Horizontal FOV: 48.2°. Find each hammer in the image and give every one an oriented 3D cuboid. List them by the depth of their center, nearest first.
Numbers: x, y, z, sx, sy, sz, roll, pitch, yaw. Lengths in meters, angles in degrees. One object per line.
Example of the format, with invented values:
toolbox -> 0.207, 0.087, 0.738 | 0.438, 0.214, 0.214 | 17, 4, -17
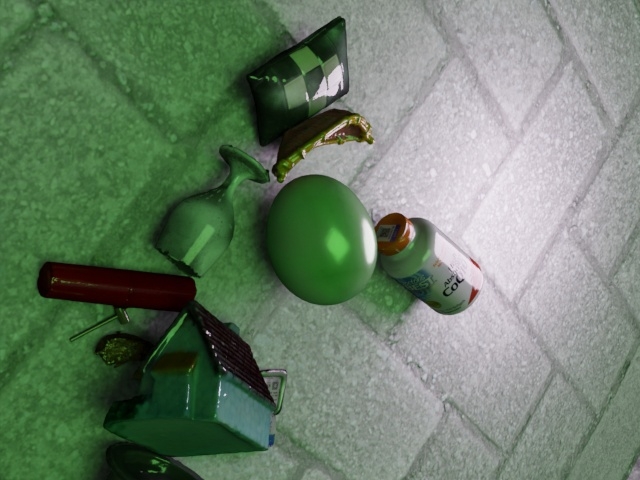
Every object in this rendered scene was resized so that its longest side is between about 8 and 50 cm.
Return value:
hammer -> -0.401, 0.155, 1.295 | 0.110, 0.019, 0.036 | -29, 114, -27

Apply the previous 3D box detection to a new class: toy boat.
toy boat -> 0.001, -0.204, 1.450 | 0.318, 0.141, 0.099 | -29, 89, -46

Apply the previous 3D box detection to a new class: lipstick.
lipstick -> -0.359, 0.085, 1.281 | 0.279, 0.073, 0.073 | 10, 92, -38

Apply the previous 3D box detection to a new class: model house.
model house -> -0.232, 0.244, 1.322 | 0.280, 0.229, 0.249 | 58, 27, -56

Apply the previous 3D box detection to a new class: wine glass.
wine glass -> -0.203, -0.053, 1.338 | 0.126, 0.126, 0.241 | 44, 70, -34

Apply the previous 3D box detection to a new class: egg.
egg -> 0.000, 0.000, 1.437 | 0.220, 0.220, 0.270 | -32, 110, -28

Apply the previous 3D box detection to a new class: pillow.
pillow -> -0.041, -0.312, 1.414 | 0.250, 0.106, 0.186 | -37, 146, -24

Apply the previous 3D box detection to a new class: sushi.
sushi -> -0.359, 0.200, 1.307 | 0.118, 0.060, 0.062 | -12, 110, -33

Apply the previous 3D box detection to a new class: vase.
vase -> -0.350, 0.550, 1.291 | 0.245, 0.245, 0.291 | 32, 88, -36

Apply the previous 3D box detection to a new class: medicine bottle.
medicine bottle -> 0.243, 0.048, 1.667 | 0.288, 0.157, 0.157 | 37, 76, -35

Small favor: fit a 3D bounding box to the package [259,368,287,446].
package -> -0.151, 0.355, 1.511 | 0.171, 0.027, 0.173 | 12, 90, -41
